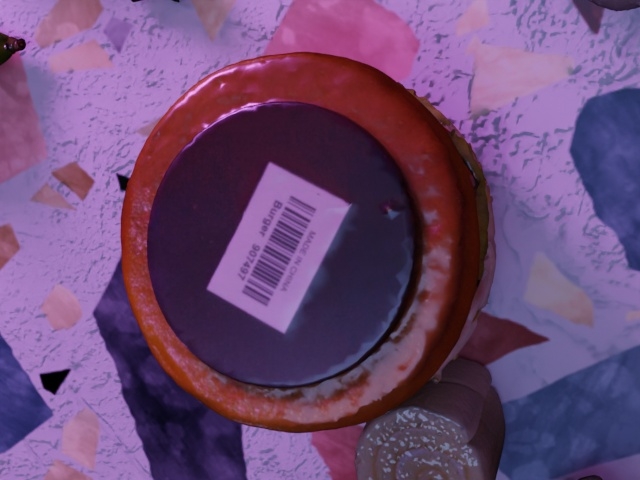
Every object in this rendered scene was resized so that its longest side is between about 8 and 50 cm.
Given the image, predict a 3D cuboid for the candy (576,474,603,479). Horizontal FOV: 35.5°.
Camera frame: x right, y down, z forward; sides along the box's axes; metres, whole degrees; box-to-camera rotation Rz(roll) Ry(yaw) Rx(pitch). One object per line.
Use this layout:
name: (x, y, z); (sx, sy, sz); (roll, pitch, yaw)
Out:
candy: (0.324, 0.412, 1.006); (0.179, 0.135, 0.321); (-42, 102, 11)

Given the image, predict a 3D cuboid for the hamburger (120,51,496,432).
hamburger: (0.000, 0.000, 0.903); (0.330, 0.250, 0.330); (-1, 87, 16)

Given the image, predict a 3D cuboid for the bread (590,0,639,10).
bread: (0.192, -0.345, 0.802); (0.183, 0.102, 0.337); (9, 134, 38)

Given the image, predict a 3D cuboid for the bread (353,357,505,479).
bread: (0.114, 0.207, 1.018); (0.134, 0.141, 0.148); (0, 107, 18)

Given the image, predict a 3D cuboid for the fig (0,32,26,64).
fig: (-0.396, -0.192, 1.044); (0.177, 0.117, 0.117); (1, 110, -9)

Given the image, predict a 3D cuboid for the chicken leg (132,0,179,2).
chicken leg: (-0.264, -0.322, 0.974); (0.304, 0.093, 0.113); (31, 131, -6)
